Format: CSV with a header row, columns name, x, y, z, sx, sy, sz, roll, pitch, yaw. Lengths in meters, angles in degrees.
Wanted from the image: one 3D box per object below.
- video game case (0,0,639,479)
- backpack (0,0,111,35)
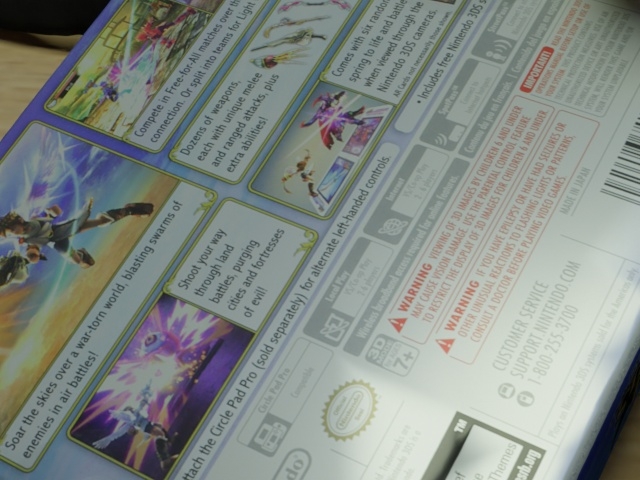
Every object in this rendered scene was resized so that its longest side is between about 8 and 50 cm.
name,x,y,z,sx,sy,sz,roll,pitch,yaw
video game case,0.000,0.000,0.447,0.244,0.061,0.270,22,65,21
backpack,-0.118,-0.180,0.627,0.181,0.152,0.115,-10,41,3
